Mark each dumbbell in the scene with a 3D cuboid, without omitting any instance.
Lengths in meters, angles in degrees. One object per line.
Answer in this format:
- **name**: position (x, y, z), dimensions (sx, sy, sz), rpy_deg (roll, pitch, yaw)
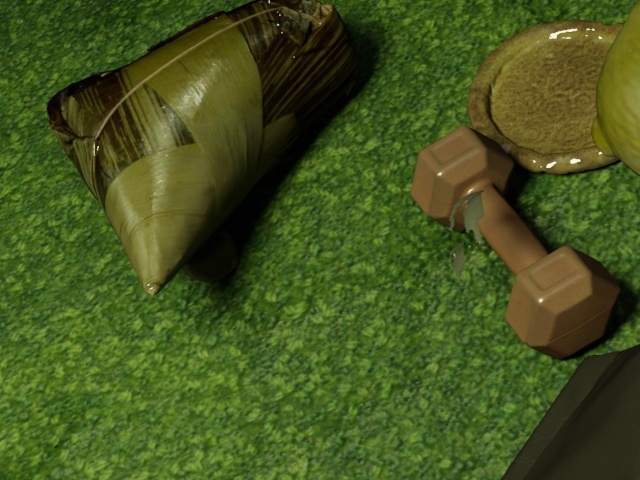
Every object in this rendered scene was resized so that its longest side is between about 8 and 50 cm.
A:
- **dumbbell**: position (0.158, -0.003, 1.269), dimensions (0.092, 0.082, 0.231), rpy_deg (-29, 46, -4)

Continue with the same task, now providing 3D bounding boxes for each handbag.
- **handbag**: position (0.202, 0.163, 1.038), dimensions (0.080, 0.223, 0.247), rpy_deg (40, 67, -5)

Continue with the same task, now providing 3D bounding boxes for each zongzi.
- **zongzi**: position (-0.070, -0.088, 1.369), dimensions (0.289, 0.154, 0.317), rpy_deg (-30, 37, -3)

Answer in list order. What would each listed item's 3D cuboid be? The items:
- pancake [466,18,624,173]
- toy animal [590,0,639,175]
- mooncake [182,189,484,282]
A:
- **pancake**: position (0.227, -0.136, 1.395), dimensions (0.199, 0.021, 0.199), rpy_deg (-11, 48, 13)
- **toy animal**: position (0.389, -0.088, 1.185), dimensions (0.363, 0.181, 0.180), rpy_deg (27, 74, 39)
- **mooncake**: position (0.009, 0.006, 1.306), dimensions (0.346, 0.057, 0.150), rpy_deg (-22, 48, 32)
